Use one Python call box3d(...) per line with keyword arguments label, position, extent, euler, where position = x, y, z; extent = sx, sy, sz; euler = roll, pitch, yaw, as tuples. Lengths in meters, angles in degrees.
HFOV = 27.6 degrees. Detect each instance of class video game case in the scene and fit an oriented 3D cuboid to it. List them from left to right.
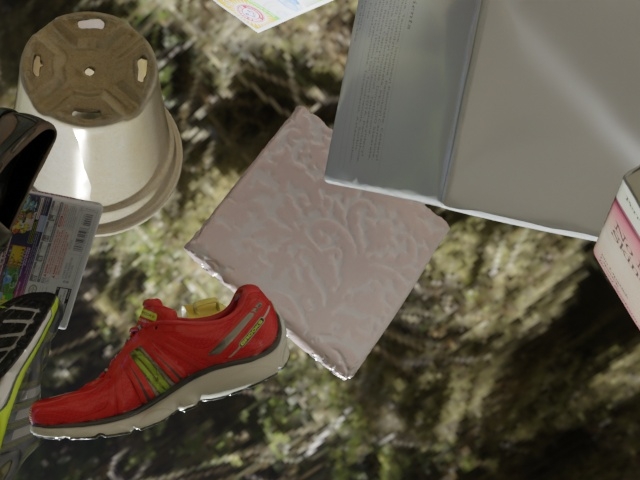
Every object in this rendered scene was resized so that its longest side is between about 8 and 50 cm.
box3d(label="video game case", position=(-0.427, 0.023, 1.880), extent=(0.183, 0.201, 0.023), euler=(11, -163, -30))

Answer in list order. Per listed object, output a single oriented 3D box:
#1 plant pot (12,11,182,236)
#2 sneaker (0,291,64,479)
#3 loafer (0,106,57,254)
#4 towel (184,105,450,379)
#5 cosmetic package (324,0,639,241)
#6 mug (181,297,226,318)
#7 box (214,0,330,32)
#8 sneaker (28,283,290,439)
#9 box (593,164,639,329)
box3d(label="plant pot", position=(-0.396, -0.220, 2.234), extent=(0.333, 0.305, 0.334), euler=(3, -115, -7))
box3d(label="sneaker", position=(-0.409, 0.205, 1.712), extent=(0.121, 0.111, 0.300), euler=(53, -130, -49))
box3d(label="loafer", position=(-0.404, -0.040, 1.585), extent=(0.096, 0.084, 0.268), euler=(50, -126, -58))
box3d(label="towel", position=(0.000, 0.000, 2.061), extent=(0.332, 0.053, 0.317), euler=(39, -111, -9))
box3d(label="cosmetic package", position=(0.242, -0.187, 1.647), extent=(0.329, 0.327, 0.393), euler=(11, -177, -20))
box3d(label="mug", position=(-0.170, 0.120, 1.970), extent=(0.064, 0.078, 0.062), euler=(-12, -94, -15))
box3d(label="box", position=(-0.047, -0.341, 1.561), extent=(0.114, 0.203, 0.103), euler=(33, -113, -27))
box3d(label="sneaker", position=(-0.173, 0.121, 1.345), extent=(0.107, 0.279, 0.118), euler=(-170, 60, -79))
box3d(label="box", position=(0.303, 0.012, 0.978), extent=(0.149, 0.126, 0.232), euler=(60, 179, 15))
